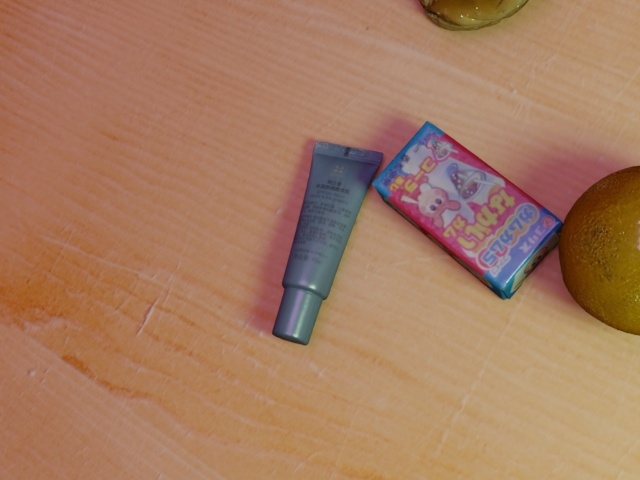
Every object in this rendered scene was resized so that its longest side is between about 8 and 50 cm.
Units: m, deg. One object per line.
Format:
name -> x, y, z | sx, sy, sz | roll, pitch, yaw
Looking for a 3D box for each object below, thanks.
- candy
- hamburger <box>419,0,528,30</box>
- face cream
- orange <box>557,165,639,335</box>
candy -> 0.254, -0.054, 1.461 | 0.306, 0.100, 0.157 | 42, 90, 21
hamburger -> 0.292, -0.506, 1.551 | 0.286, 0.146, 0.243 | 33, 95, 21
face cream -> 0.000, 0.000, 1.539 | 0.136, 0.086, 0.385 | 13, 75, 17
orange -> 0.499, 0.016, 1.277 | 0.274, 0.274, 0.274 | -5, 74, 17
